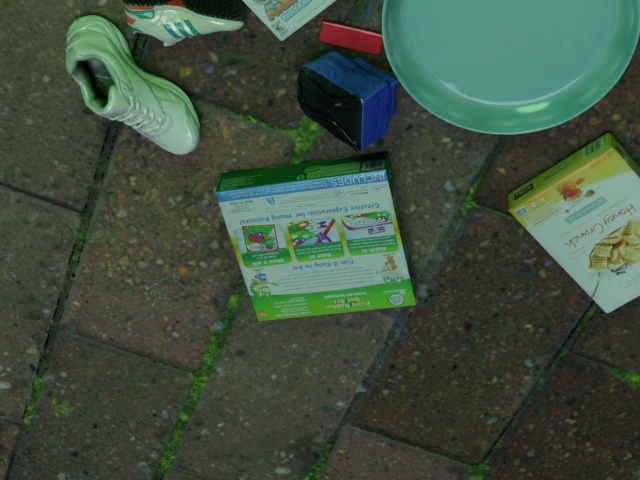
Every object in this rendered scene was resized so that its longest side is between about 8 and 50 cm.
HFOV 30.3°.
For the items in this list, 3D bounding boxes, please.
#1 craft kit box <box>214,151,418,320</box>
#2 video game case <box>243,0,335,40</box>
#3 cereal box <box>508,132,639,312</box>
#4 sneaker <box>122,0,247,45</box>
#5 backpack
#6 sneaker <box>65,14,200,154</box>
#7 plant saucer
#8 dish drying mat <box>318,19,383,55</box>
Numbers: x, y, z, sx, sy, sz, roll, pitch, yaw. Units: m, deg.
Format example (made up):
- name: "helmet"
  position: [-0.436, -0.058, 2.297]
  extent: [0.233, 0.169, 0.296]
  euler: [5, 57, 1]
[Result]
- name: "craft kit box"
  position: [0.000, 0.000, 1.714]
  extent: [0.250, 0.061, 0.246]
  euler: [-6, 124, 12]
- name: "video game case"
  position: [-0.038, -0.344, 1.476]
  extent: [0.157, 0.019, 0.143]
  euler: [-32, 117, 28]
- name: "cereal box"
  position: [0.402, -0.019, 1.651]
  extent: [0.173, 0.047, 0.240]
  euler: [-34, 116, 28]
- name: "sneaker"
  position: [-0.174, -0.285, 1.524]
  extent: [0.161, 0.057, 0.075]
  euler: [7, 144, 0]
- name: "backpack"
  position: [0.034, -0.188, 1.536]
  extent: [0.120, 0.101, 0.098]
  euler: [31, 138, 28]
- name: "sneaker"
  position: [-0.257, -0.183, 1.565]
  extent: [0.090, 0.115, 0.232]
  euler: [-35, 116, 29]
- name: "plant saucer"
  position: [0.236, -0.277, 1.478]
  extent: [0.318, 0.043, 0.317]
  euler: [3, 128, 4]
- name: "dish drying mat"
  position: [0.040, -0.264, 1.535]
  extent: [0.083, 0.008, 0.032]
  euler: [12, 128, -3]
